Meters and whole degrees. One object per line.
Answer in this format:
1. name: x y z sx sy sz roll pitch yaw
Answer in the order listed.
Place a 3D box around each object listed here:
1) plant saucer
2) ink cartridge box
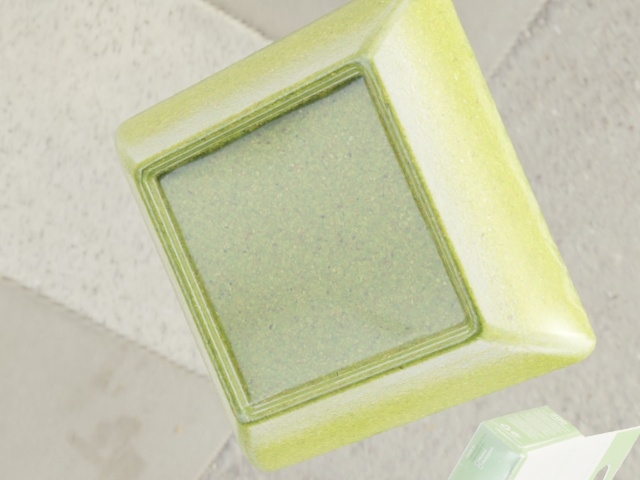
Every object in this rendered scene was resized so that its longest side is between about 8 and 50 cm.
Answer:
1. plant saucer: 0.000 0.000 0.615 0.188 0.045 0.188 -24 88 27
2. ink cartridge box: 0.191 0.235 1.270 0.235 0.056 0.171 -2 125 -52
